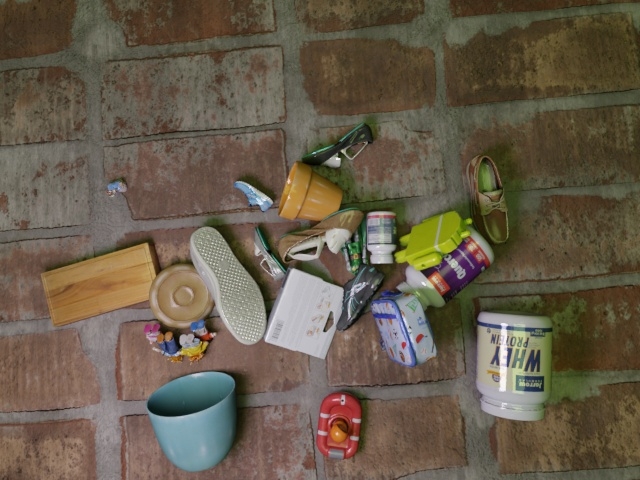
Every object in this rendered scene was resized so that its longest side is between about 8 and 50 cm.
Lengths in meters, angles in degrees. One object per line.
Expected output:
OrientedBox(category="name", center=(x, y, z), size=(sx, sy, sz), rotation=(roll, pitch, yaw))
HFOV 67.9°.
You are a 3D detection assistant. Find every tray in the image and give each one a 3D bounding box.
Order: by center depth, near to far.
OrientedBox(category="tray", center=(-0.793, 0.162, 1.745), size=(0.410, 0.076, 0.203), rotation=(-16, 85, 2))

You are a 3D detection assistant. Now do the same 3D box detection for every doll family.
OrientedBox(category="doll family", center=(-0.499, 0.375, 1.680), size=(0.262, 0.163, 0.119), rotation=(-3, 54, 3))

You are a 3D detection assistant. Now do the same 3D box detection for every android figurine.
OrientedBox(category="android figurine", center=(0.379, -0.006, 1.593), size=(0.272, 0.248, 0.056), rotation=(-24, 118, 35))

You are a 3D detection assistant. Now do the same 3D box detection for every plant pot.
OrientedBox(category="plant pot", center=(-0.413, 0.618, 1.598), size=(0.292, 0.293, 0.236), rotation=(-7, 100, 2))
OrientedBox(category="plant pot", center=(-0.030, -0.154, 1.679), size=(0.187, 0.205, 0.205), rotation=(18, 87, -12))
OrientedBox(category="plant pot", center=(-0.493, 0.200, 1.709), size=(0.236, 0.032, 0.237), rotation=(1, 86, -17))

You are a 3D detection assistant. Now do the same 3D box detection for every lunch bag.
OrientedBox(category="lunch bag", center=(0.264, 0.284, 1.579), size=(0.114, 0.303, 0.244), rotation=(-20, 86, -12))

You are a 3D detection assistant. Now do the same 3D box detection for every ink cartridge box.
OrientedBox(category="ink cartridge box", center=(-0.050, 0.262, 1.711), size=(0.238, 0.060, 0.276), rotation=(22, 87, -20))

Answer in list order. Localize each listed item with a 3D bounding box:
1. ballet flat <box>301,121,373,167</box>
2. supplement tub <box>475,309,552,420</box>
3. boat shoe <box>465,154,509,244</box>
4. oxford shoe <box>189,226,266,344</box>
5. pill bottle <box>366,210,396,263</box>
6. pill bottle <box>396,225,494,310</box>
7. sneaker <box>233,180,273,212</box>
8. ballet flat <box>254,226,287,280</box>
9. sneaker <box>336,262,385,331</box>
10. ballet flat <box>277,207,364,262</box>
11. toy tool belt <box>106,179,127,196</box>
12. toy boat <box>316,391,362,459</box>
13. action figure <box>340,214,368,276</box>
OrientedBox(category="ballet flat", center=(0.071, -0.325, 1.729), size=(0.280, 0.095, 0.096), rotation=(-29, 97, 0))
OrientedBox(category="supplement tub", center=(0.639, 0.403, 1.578), size=(0.235, 0.235, 0.326), rotation=(2, 86, 3))
OrientedBox(category="boat shoe", center=(0.591, -0.147, 1.675), size=(0.122, 0.120, 0.325), rotation=(-15, 85, 2))
OrientedBox(category="oxford shoe", center=(-0.331, 0.161, 1.694), size=(0.169, 0.130, 0.450), rotation=(-27, 83, -31))
OrientedBox(category="pill bottle", center=(0.217, -0.009, 1.690), size=(0.107, 0.108, 0.180), rotation=(-1, 87, 3))
OrientedBox(category="pill bottle", center=(0.423, 0.103, 1.636), size=(0.323, 0.181, 0.182), rotation=(-41, 85, -1))
OrientedBox(category="sneaker", center=(-0.255, -0.161, 1.746), size=(0.162, 0.063, 0.073), rotation=(34, 92, 5))
OrientedBox(category="ballet flat", center=(-0.201, 0.053, 1.726), size=(0.068, 0.072, 0.213), rotation=(-33, 85, 6))
OrientedBox(category="sneaker", center=(0.123, 0.201, 1.681), size=(0.106, 0.101, 0.268), rotation=(36, 103, 17))
OrientedBox(category="ballet flat", center=(0.000, 0.000, 1.650), size=(0.342, 0.116, 0.124), rotation=(-19, 51, 19))
OrientedBox(category="toy tool belt", center=(-0.771, -0.197, 1.778), size=(0.083, 0.051, 0.052), rotation=(-22, 85, 1))
OrientedBox(category="toy boat", center=(0.065, 0.642, 1.631), size=(0.150, 0.151, 0.231), rotation=(7, 87, 3))
OrientedBox(category="action figure", center=(0.122, 0.031, 1.719), size=(0.137, 0.063, 0.233), rotation=(-11, 89, -1))
